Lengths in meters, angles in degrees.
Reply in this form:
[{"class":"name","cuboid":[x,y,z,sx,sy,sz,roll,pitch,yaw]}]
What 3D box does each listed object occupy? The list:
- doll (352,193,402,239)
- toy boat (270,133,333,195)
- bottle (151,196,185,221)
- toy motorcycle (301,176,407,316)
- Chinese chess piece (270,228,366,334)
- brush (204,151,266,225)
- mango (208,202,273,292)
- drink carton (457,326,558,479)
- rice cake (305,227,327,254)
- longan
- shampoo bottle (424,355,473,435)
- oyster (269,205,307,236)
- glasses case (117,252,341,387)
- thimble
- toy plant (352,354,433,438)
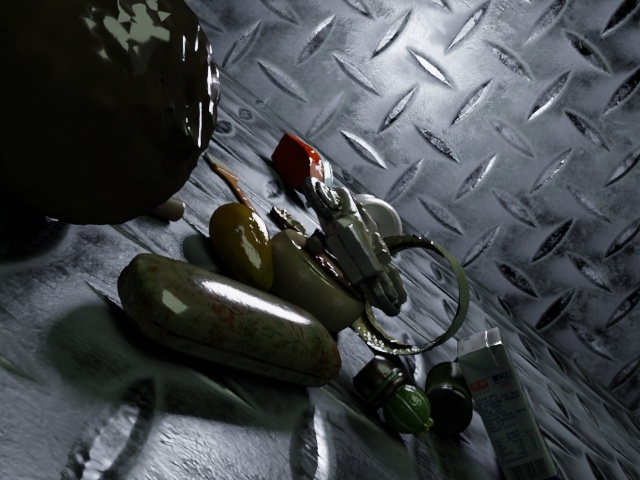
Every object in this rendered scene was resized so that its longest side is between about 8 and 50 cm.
[{"class":"doll","cuboid":[0.119,-0.025,2.212,0.251,0.221,0.221,0,34,-28]},{"class":"toy boat","cuboid":[-0.041,-0.230,2.444,0.133,0.145,0.332,23,17,-32]},{"class":"bottle","cuboid":[-0.303,-0.068,1.400,0.096,0.045,0.045,21,23,-49]},{"class":"toy motorcycle","cuboid":[0.076,0.005,1.585,0.341,0.108,0.223,57,16,-2]},{"class":"Chinese chess piece","cuboid":[-0.018,0.085,1.581,0.250,0.103,0.250,40,11,-9]},{"class":"brush","cuboid":[-0.213,-0.129,1.924,0.090,0.017,0.314,26,20,-47]},{"class":"mango","cuboid":[-0.152,0.010,1.470,0.136,0.099,0.227,30,26,-43]},{"class":"drink carton","cuboid":[0.385,0.351,1.564,0.130,0.106,0.315,-47,114,-78]},{"class":"rice cake","cuboid":[0.000,0.000,1.615,0.047,0.036,0.206,45,8,3]},{"class":"longan","cuboid":[-0.329,-0.217,1.066,0.391,0.391,0.391,38,13,-11]},{"class":"shampoo bottle","cuboid":[0.277,0.324,1.622,0.101,0.101,0.284,41,13,2]},{"class":"oyster","cuboid":[-0.083,-0.043,1.977,0.086,0.029,0.132,15,31,-49]},{"class":"glasses case","cuboid":[-0.122,0.128,1.139,0.425,0.098,0.156,27,21,-47]},{"class":"thimble","cuboid":[0.203,0.129,1.706,0.271,0.271,0.150,45,12,20]},{"class":"toy plant","cuboid":[0.137,0.290,1.366,0.162,0.093,0.093,46,14,10]}]
